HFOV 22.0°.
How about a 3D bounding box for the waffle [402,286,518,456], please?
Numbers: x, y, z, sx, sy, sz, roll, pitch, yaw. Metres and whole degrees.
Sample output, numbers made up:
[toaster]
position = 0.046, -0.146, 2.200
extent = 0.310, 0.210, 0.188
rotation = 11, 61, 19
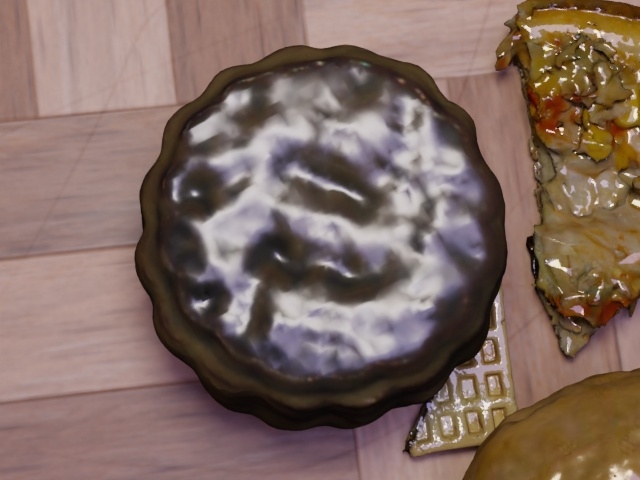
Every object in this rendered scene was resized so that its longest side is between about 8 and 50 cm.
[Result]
[waffle]
position = 0.107, 0.091, 1.306
extent = 0.097, 0.023, 0.153
rotation = -5, 83, -8

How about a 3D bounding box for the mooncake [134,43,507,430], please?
[mooncake]
position = 0.000, 0.000, 1.235
extent = 0.290, 0.161, 0.290
rotation = 0, 80, -1

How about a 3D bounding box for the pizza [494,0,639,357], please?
[pizza]
position = 0.227, -0.080, 1.323
extent = 0.251, 0.074, 0.288
rotation = 44, 78, 4

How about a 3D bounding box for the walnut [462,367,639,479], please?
[walnut]
position = 0.214, 0.205, 1.203
extent = 0.257, 0.224, 0.257
rotation = -12, 47, 13
